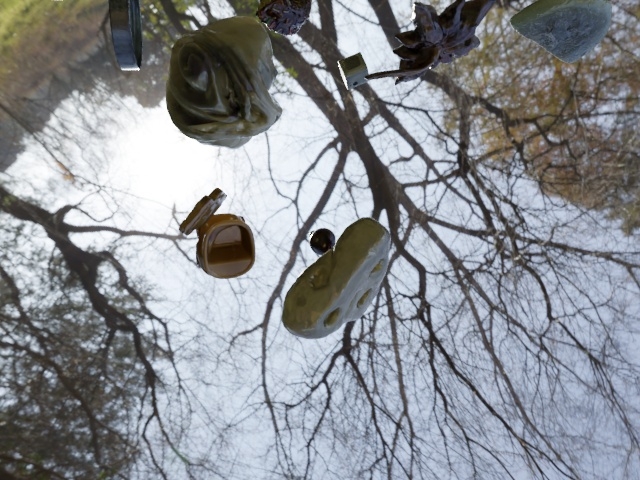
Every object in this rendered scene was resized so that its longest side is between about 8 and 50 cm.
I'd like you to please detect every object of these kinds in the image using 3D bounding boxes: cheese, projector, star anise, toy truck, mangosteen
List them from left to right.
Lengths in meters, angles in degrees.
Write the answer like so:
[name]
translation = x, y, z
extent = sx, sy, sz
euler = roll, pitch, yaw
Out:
[toy truck]
translation = -0.366, 0.021, 1.649
extent = 0.204, 0.287, 0.211
euler = -7, -152, -23
[mangosteen]
translation = 0.003, 0.002, 1.219
extent = 0.081, 0.081, 0.081
euler = -21, -136, 22
[cheese]
translation = 0.052, 0.147, 1.139
extent = 0.130, 0.328, 0.351
euler = 31, -114, 24
[projector]
translation = 0.115, -0.580, 1.477
extent = 0.082, 0.083, 0.083
euler = -21, -111, 5
[star anise]
translation = 0.308, -0.536, 1.186
extent = 0.350, 0.292, 0.108
euler = -12, -119, -16

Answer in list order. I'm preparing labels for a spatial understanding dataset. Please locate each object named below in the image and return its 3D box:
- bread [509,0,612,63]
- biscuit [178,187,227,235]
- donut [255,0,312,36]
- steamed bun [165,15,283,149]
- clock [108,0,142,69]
[bread]
translation = 0.429, -0.364, 0.733
extent = 0.112, 0.193, 0.036
euler = -25, -117, 53
[biscuit]
translation = -0.362, -0.091, 1.362
extent = 0.184, 0.035, 0.249
euler = -49, -175, 7
[donut]
translation = -0.106, -0.690, 1.195
extent = 0.096, 0.216, 0.230
euler = -16, -99, 40
[steamed bun]
translation = -0.280, -0.433, 1.210
extent = 0.352, 0.339, 0.247
euler = -20, -170, 12
[clock]
translation = -0.441, -0.502, 0.985
extent = 0.042, 0.214, 0.215
euler = -1, -140, -15
